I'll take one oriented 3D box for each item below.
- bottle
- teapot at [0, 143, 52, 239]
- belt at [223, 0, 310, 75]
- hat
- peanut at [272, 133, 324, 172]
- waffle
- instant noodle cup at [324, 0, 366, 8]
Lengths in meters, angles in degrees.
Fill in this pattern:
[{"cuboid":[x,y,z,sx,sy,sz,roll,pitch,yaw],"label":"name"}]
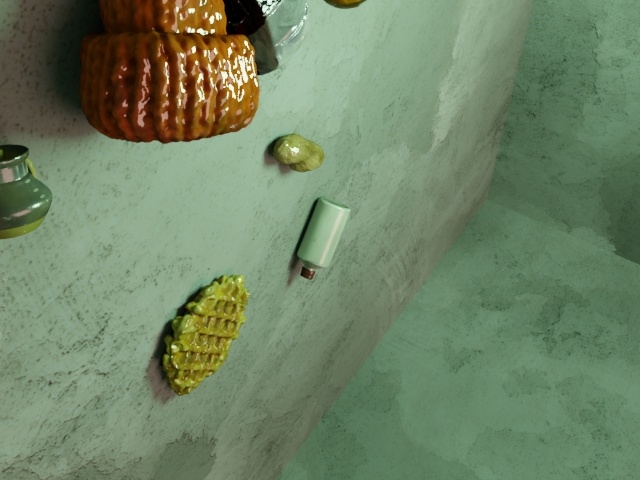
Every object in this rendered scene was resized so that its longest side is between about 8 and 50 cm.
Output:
[{"cuboid":[0.000,0.000,2.051,0.104,0.104,0.245,-2,117,-64],"label":"bottle"},{"cuboid":[-0.454,-0.078,1.003,0.165,0.130,0.119,-90,178,-66],"label":"teapot"},{"cuboid":[-0.117,-0.433,1.240,0.164,0.184,0.289,-61,163,-18],"label":"belt"},{"cuboid":[-0.254,-0.349,1.059,0.285,0.285,0.400,-28,112,-54],"label":"hat"},{"cuboid":[-0.056,-0.217,1.732,0.193,0.089,0.089,13,103,-62],"label":"peanut"},{"cuboid":[-0.288,0.234,1.741,0.302,0.068,0.324,-42,148,-41],"label":"waffle"},{"cuboid":[0.021,-0.584,1.358,0.172,0.216,0.215,0,115,-55],"label":"instant noodle cup"}]
